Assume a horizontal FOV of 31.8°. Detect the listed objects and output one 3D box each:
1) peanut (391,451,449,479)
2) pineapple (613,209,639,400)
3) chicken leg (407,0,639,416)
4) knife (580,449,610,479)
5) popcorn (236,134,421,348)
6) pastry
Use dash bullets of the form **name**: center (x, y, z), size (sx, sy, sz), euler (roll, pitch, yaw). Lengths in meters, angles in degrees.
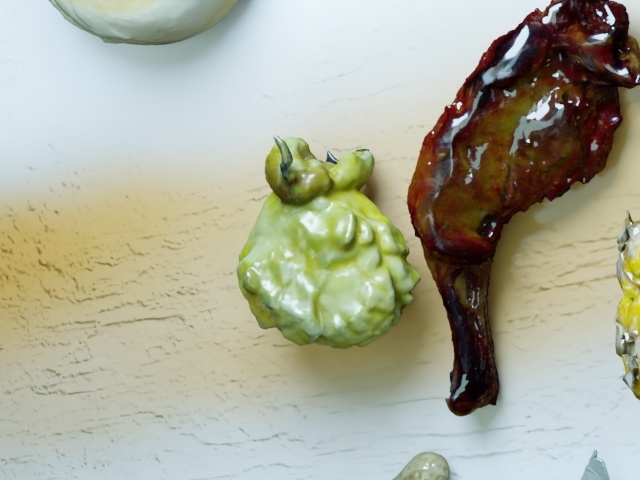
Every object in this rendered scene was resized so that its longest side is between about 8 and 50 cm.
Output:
- **peanut**: center (0.089, 0.252, 1.102), size (0.054, 0.054, 0.113), euler (43, 118, 16)
- **pineapple**: center (0.376, 0.046, 0.759), size (0.300, 0.352, 0.352), euler (-26, 86, 40)
- **chicken leg**: center (0.157, -0.034, 0.995), size (0.158, 0.096, 0.407), euler (18, 110, 5)
- **knife**: center (0.231, 0.327, 1.036), size (0.047, 0.017, 0.298), euler (22, 116, 35)
- **popcorn**: center (0.008, 0.003, 1.043), size (0.168, 0.173, 0.195), euler (15, 101, 40)
- **pastry**: center (-0.167, -0.314, 1.095), size (0.265, 0.133, 0.265), euler (5, 100, 28)
